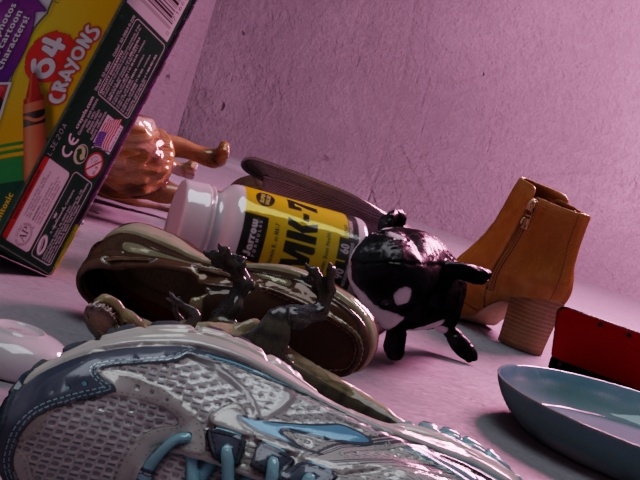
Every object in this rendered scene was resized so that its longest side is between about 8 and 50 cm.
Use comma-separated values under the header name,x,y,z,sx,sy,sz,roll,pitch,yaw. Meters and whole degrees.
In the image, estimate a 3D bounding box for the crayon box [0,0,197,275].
name,x,y,z,sx,sy,sz,roll,pitch,yaw
crayon box,-0.317,-0.187,1.316,0.313,0.362,0.106,20,-11,29

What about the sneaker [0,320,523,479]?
name,x,y,z,sx,sy,sz,roll,pitch,yaw
sneaker,-0.011,0.118,0.623,0.283,0.110,0.122,15,9,-17

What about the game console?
name,x,y,z,sx,sy,sz,roll,pitch,yaw
game console,0.352,0.138,1.585,0.144,0.085,0.124,20,7,27

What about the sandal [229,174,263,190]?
name,x,y,z,sx,sy,sz,roll,pitch,yaw
sandal,-0.101,-0.055,1.947,0.120,0.086,0.303,-8,8,-12

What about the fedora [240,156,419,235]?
name,x,y,z,sx,sy,sz,roll,pitch,yaw
fedora,0.000,0.000,1.677,0.244,0.124,0.275,21,-2,19

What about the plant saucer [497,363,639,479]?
name,x,y,z,sx,sy,sz,roll,pitch,yaw
plant saucer,0.308,0.185,1.219,0.318,0.043,0.317,16,6,-2

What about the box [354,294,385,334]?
name,x,y,z,sx,sy,sz,roll,pitch,yaw
box,0.066,0.047,1.471,0.029,0.116,0.162,16,5,9

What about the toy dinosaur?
name,x,y,z,sx,sy,sz,roll,pitch,yaw
toy dinosaur,-0.046,0.069,1.024,0.268,0.118,0.064,17,-25,-13

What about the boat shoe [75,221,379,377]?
name,x,y,z,sx,sy,sz,roll,pitch,yaw
boat shoe,-0.084,0.064,1.102,0.258,0.095,0.095,15,22,17

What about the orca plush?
name,x,y,z,sx,sy,sz,roll,pitch,yaw
orca plush,0.126,0.059,1.365,0.102,0.151,0.287,-2,-30,23

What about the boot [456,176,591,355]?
name,x,y,z,sx,sy,sz,roll,pitch,yaw
boot,0.236,0.014,1.797,0.104,0.211,0.295,14,6,-37

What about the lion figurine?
name,x,y,z,sx,sy,sz,roll,pitch,yaw
lion figurine,-0.267,-0.102,1.853,0.240,0.142,0.392,11,-15,-15

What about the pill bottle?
name,x,y,z,sx,sy,sz,roll,pitch,yaw
pill bottle,-0.063,0.007,1.467,0.209,0.119,0.119,15,6,-17

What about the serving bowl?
name,x,y,z,sx,sy,sz,roll,pitch,yaw
serving bowl,-0.205,0.071,0.897,0.083,0.027,0.083,17,6,-2

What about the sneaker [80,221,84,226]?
name,x,y,z,sx,sy,sz,roll,pitch,yaw
sneaker,-0.346,-0.066,1.610,0.095,0.090,0.235,-1,10,-25
